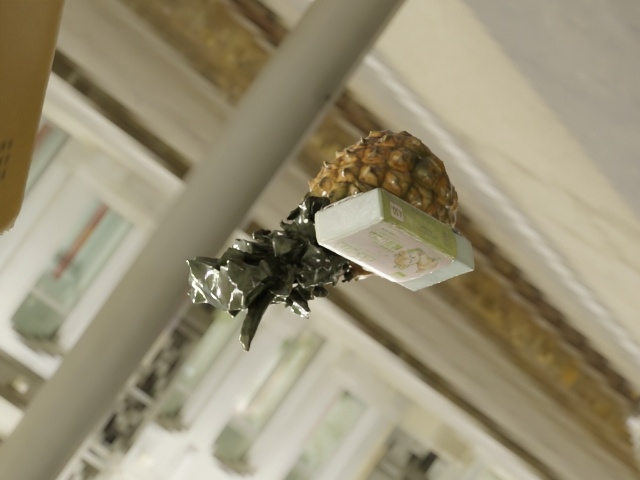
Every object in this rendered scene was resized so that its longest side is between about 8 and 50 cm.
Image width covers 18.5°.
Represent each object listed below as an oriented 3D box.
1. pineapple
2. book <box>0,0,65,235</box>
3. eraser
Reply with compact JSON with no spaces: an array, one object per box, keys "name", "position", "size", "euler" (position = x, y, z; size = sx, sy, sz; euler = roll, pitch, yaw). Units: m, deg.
[{"name":"pineapple","position":[0.000,-0.001,1.688],"size":[0.128,0.248,0.128],"euler":[36,142,34]},{"name":"book","position":[-0.143,-0.160,0.659],"size":[0.032,0.389,0.269],"euler":[21,-163,20]},{"name":"eraser","position":[0.036,0.001,0.916],"size":[0.083,0.038,0.019],"euler":[27,-133,-50]}]
